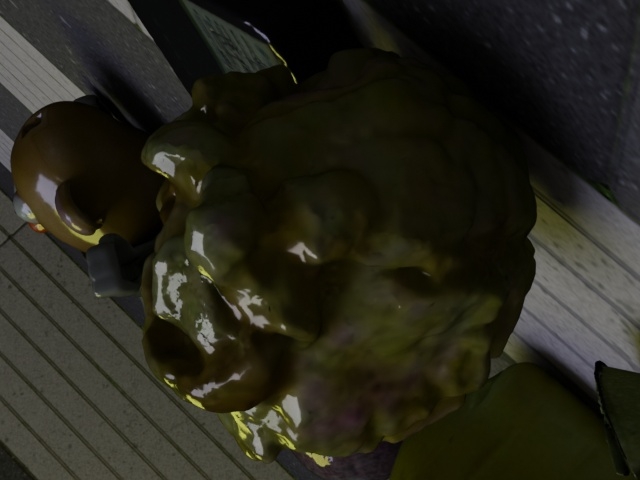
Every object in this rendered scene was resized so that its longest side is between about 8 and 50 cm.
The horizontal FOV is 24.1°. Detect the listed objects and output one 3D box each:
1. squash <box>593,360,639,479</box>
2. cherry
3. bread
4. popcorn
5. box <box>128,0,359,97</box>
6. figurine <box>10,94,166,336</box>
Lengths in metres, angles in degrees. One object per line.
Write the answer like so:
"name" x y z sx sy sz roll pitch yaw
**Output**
"squash" 0.240 0.133 0.885 0.192 0.085 0.184 53 -165 -19
"cherry" 0.027 0.164 1.500 0.176 0.140 0.176 55 164 24
"bread" 0.208 0.271 1.126 0.376 0.208 0.251 46 164 20
"popcorn" 0.000 0.000 0.842 0.259 0.259 0.212 58 -178 -44
"box" -0.015 -0.079 1.063 0.211 0.058 0.350 33 162 40
"figurine" -0.215 -0.032 1.615 0.285 0.167 0.342 52 171 -36
